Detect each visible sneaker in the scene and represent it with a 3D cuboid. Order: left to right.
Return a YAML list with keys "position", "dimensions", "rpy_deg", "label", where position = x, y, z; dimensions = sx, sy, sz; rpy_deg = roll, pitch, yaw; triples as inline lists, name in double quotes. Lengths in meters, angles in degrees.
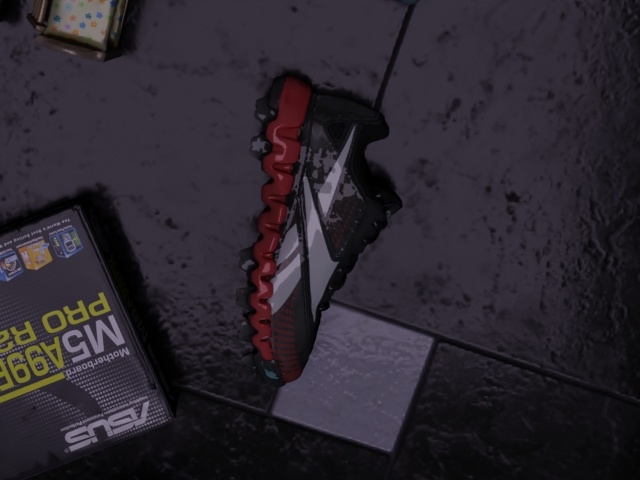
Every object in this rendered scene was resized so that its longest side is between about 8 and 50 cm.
- position: [0.000, 0.000, 1.044]
  dimensions: [0.135, 0.097, 0.276]
  rpy_deg: [7, 100, 1]
  label: "sneaker"

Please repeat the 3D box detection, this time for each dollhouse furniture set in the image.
- position: [-0.228, -0.257, 0.989]
  dimensions: [0.161, 0.101, 0.181]
  rpy_deg: [15, 101, -3]
  label: "dollhouse furniture set"

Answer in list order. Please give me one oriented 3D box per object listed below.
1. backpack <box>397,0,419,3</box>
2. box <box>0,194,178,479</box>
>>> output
- position: [0.041, -0.280, 0.952]
  dimensions: [0.188, 0.166, 0.144]
  rpy_deg: [32, 90, -4]
  label: "backpack"
- position: [-0.293, 0.107, 1.079]
  dimensions: [0.270, 0.060, 0.216]
  rpy_deg: [-21, 101, 1]
  label: "box"
